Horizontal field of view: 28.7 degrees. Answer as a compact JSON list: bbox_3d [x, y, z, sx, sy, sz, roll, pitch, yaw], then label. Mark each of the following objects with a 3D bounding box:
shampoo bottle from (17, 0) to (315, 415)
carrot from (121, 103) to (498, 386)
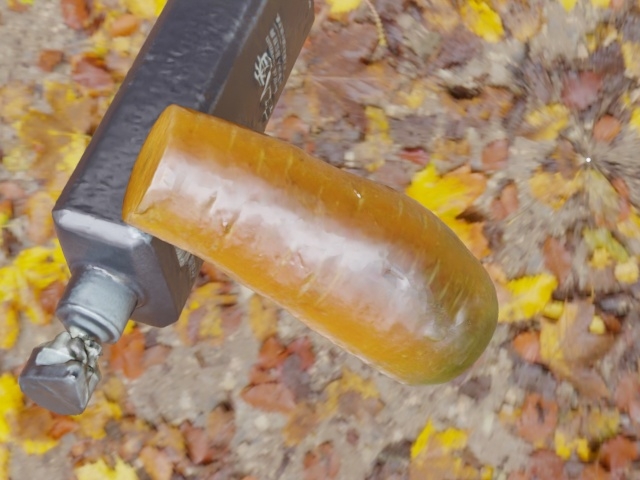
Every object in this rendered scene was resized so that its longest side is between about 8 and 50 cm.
[{"bbox_3d":[-0.085,-0.046,0.694,0.071,0.098,0.309,18,61,10],"label":"shampoo bottle"},{"bbox_3d":[0.000,0.000,0.613,0.193,0.087,0.087,33,101,-17],"label":"carrot"}]
